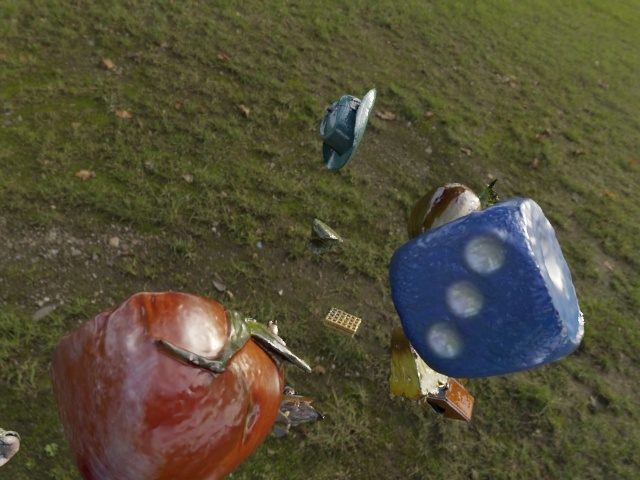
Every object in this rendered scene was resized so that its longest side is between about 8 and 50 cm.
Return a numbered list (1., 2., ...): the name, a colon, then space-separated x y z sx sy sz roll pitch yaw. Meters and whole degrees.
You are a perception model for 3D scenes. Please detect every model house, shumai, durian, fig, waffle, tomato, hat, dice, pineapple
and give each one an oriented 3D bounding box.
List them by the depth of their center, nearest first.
1. dice: 0.164 0.048 0.408 0.143 0.146 0.147 -8 74 -55
2. tomato: -0.168 0.210 0.466 0.308 0.309 0.170 -2 41 -20
3. hat: 0.042 -0.240 0.828 0.077 0.138 0.191 28 71 -21
4. fig: 0.252 -0.020 0.869 0.146 0.170 0.274 48 38 0
5. pineapple: 0.256 0.307 1.065 0.186 0.114 0.236 54 46 -11
6. durian: 0.424 -0.081 1.098 0.086 0.215 0.100 -23 76 -32
7. shumai: -0.001 -0.001 1.165 0.099 0.087 0.123 46 9 33
8. model house: 0.408 0.522 1.320 0.219 0.207 0.136 45 15 -24
9. waffle: 0.095 0.357 1.786 0.147 0.043 0.102 22 33 13

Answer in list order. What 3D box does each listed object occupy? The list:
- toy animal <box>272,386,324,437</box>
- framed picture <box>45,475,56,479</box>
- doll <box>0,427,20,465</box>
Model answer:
1. toy animal: -0.070 0.489 1.197 0.188 0.089 0.179 2 12 14
2. framed picture: -0.283 0.323 0.391 0.011 0.149 0.110 -15 96 -5
3. doll: -1.124 0.678 1.387 0.191 0.150 0.095 20 7 -2
